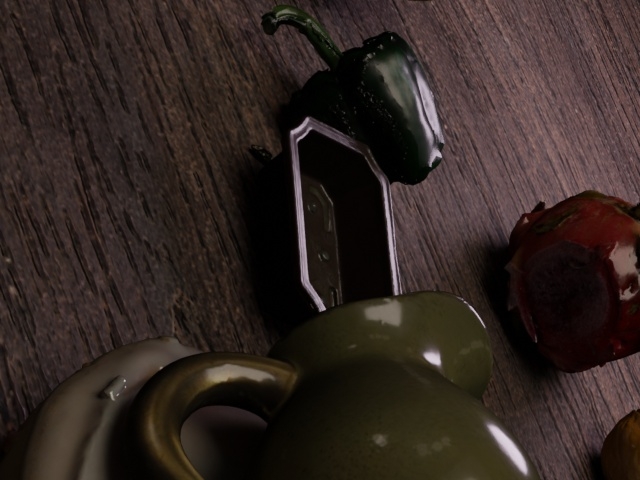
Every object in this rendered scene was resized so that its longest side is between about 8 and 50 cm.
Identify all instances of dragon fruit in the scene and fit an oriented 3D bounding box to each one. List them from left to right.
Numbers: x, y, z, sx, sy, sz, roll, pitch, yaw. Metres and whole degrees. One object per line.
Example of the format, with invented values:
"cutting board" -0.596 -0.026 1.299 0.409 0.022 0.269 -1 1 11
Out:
"dragon fruit" 0.403 0.048 1.965 0.291 0.269 0.250 -15 90 -55

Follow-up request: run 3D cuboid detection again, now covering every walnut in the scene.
"walnut" 0.469 0.324 1.971 0.144 0.144 0.180 -24 97 -59

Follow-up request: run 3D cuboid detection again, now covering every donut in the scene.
"donut" -0.117 0.269 1.124 0.382 0.142 0.382 35 41 -38

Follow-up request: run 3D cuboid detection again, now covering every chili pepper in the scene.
"chili pepper" 0.039 -0.181 1.675 0.261 0.165 0.174 60 41 -14

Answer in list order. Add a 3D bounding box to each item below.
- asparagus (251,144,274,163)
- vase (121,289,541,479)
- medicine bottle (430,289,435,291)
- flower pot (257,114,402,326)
"asparagus" -0.025 -0.068 1.637 0.166 0.013 0.016 38 28 -37
"vase" 0.008 0.174 1.069 0.329 0.241 0.302 14 39 -21
"medicine bottle" 0.140 0.106 1.721 0.047 0.047 0.083 -25 89 -59
"flower pot" 0.000 0.000 1.547 0.179 0.084 0.251 23 53 -45
